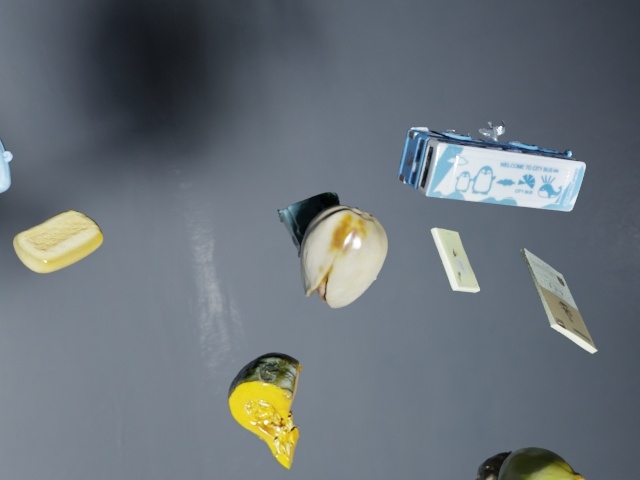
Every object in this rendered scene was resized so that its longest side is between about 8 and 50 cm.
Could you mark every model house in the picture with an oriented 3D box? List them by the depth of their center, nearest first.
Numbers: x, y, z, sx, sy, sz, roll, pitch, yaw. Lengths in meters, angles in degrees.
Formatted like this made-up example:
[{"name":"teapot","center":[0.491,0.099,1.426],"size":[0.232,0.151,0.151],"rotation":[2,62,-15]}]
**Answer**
[{"name":"model house","center":[0.000,0.000,1.115],"size":[0.148,0.120,0.148],"rotation":[115,-43,-82]}]

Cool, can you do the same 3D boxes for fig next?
[{"name":"fig","center":[0.329,0.386,0.913],"size":[0.153,0.121,0.135],"rotation":[81,-9,-76]}]

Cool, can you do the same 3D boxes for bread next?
[{"name":"bread","center":[-0.685,0.010,1.584],"size":[0.217,0.147,0.098],"rotation":[-35,153,-45]}]

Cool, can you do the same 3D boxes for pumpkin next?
[{"name":"pumpkin","center":[-0.099,0.421,1.544],"size":[0.280,0.190,0.139],"rotation":[48,23,-12]}]

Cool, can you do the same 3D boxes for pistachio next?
[{"name":"pistachio","center":[0.031,0.028,0.959],"size":[0.215,0.144,0.143],"rotation":[103,2,-48]}]

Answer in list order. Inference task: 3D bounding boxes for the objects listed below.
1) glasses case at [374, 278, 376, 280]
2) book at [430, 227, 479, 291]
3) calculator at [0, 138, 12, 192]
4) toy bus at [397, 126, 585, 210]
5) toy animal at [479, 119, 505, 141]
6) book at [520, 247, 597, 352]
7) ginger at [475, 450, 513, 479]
[{"name":"glasses case","center":[0.087,0.081,1.591],"size":[0.178,0.067,0.045],"rotation":[27,58,-55]},{"name":"book","center":[0.224,0.032,0.998],"size":[0.077,0.014,0.110],"rotation":[8,58,-48]},{"name":"calculator","center":[-0.656,-0.116,1.103],"size":[0.039,0.211,0.121],"rotation":[49,19,-74]},{"name":"toy bus","center":[0.291,-0.120,1.028],"size":[0.131,0.298,0.106],"rotation":[-124,-138,-65]},{"name":"toy animal","center":[0.376,-0.232,1.318],"size":[0.084,0.028,0.050],"rotation":[-26,124,-32]},{"name":"book","center":[0.460,0.113,1.174],"size":[0.139,0.016,0.198],"rotation":[30,35,-28]},{"name":"ginger","center":[0.478,0.757,1.705],"size":[0.176,0.375,0.256],"rotation":[36,25,-10]}]
